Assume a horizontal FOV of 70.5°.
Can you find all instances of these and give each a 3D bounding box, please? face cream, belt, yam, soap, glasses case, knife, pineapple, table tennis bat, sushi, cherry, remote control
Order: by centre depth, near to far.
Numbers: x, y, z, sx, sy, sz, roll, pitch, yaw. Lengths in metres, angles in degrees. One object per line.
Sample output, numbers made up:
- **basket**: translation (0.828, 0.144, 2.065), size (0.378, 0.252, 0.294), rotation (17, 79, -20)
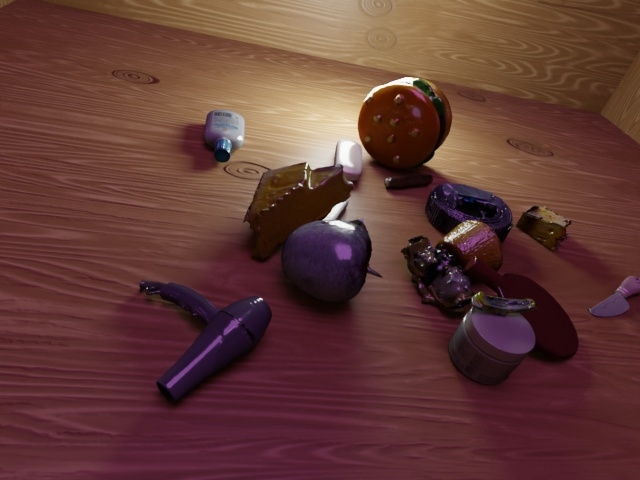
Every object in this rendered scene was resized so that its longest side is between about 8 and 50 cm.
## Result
- **face cream**: translation (0.451, 0.272, 1.207), size (0.177, 0.153, 0.177), rotation (9, 40, -8)
- **cherry**: translation (0.031, 0.056, 1.280), size (0.296, 0.218, 0.255), rotation (8, 40, 12)
- **table tennis bat**: translation (0.610, 0.188, 1.361), size (0.415, 0.051, 0.268), rotation (36, 41, -3)
- **sushi**: translation (0.355, 0.104, 1.404), size (0.139, 0.131, 0.291), rotation (-12, 55, -30)
- **soap**: translation (-0.058, -0.103, 1.429), size (0.305, 0.169, 0.338), rotation (-9, 36, 13)
- **knife**: translation (1.051, 0.212, 1.596), size (0.336, 0.043, 0.081), rotation (-22, 58, -30)
- **remote control**: translation (0.016, -0.095, 1.603), size (0.103, 0.034, 0.250), rotation (22, 39, 10)
- **belt**: translation (0.568, -0.106, 1.745), size (0.325, 0.122, 0.260), rotation (17, 45, 6)
- **pineapple**: translation (0.898, -0.065, 1.833), size (0.186, 0.114, 0.236), rotation (11, 28, -5)
- **face cream**: translation (-0.389, -0.426, 1.836), size (0.163, 0.080, 0.336), rotation (6, 39, -14)
- **yam**: translation (0.372, -0.252, 1.907), size (0.241, 0.056, 0.056), rotation (-9, 44, -26)
- **glasses case**: translation (0.117, -0.345, 1.916), size (0.113, 0.075, 0.296), rotation (13, 39, -5)

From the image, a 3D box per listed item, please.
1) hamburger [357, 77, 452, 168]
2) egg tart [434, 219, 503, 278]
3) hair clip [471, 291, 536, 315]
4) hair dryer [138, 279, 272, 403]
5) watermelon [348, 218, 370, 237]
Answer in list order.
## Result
- **hamburger**: translation (0.368, -0.501, 1.962), size (0.396, 0.395, 0.277), rotation (30, 39, 18)
- **egg tart**: translation (0.473, 0.049, 1.476), size (0.147, 0.202, 0.202), rotation (-25, 52, -25)
- **hair clip**: translation (0.479, 0.166, 1.194), size (0.188, 0.033, 0.060), rotation (6, 38, -9)
- **hair dryer**: translation (-0.331, 0.195, 1.097), size (0.361, 0.121, 0.301), rotation (26, 47, 28)
- **watermelon**: translation (0.109, -0.028, 1.500), size (0.098, 0.121, 0.158), rotation (2, 30, 18)
